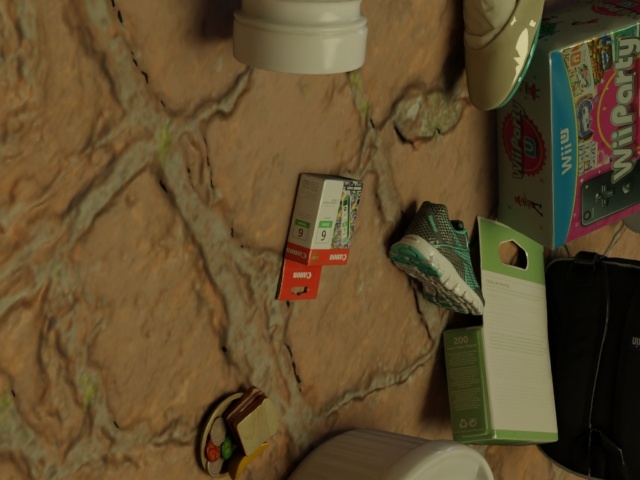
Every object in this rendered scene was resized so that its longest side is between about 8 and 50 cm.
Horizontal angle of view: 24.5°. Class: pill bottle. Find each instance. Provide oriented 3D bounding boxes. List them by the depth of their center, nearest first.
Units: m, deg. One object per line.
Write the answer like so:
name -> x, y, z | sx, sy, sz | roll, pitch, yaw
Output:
pill bottle -> -0.010, -0.252, 1.073 | 0.136, 0.136, 0.246 | -21, 121, -50

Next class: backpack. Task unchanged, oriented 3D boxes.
backpack -> 0.355, 0.152, 1.687 | 0.191, 0.225, 0.253 | 16, 82, -60

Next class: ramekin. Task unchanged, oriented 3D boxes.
ramekin -> 0.049, 0.305, 1.410 | 0.273, 0.127, 0.273 | -26, 124, -47

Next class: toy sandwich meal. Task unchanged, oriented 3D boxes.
toy sandwich meal -> -0.069, 0.169, 1.268 | 0.085, 0.029, 0.085 | -28, 126, -47

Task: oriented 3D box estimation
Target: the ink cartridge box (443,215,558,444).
ink cartridge box -> 0.195, 0.103, 1.600 | 0.171, 0.056, 0.235 | 14, 69, -57

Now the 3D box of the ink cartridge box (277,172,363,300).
ink cartridge box -> 0.000, 0.000, 1.294 | 0.063, 0.029, 0.115 | 0, 104, -55

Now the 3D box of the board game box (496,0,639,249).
board game box -> 0.328, -0.148, 1.557 | 0.303, 0.097, 0.224 | -21, 122, -26

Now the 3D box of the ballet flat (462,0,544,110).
ballet flat -> 0.180, -0.249, 1.413 | 0.086, 0.086, 0.248 | 37, 72, -54

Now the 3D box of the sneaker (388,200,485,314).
sneaker -> 0.130, 0.018, 1.463 | 0.166, 0.065, 0.076 | 49, 60, -54

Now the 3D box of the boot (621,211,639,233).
boot -> 0.406, -0.141, 1.777 | 0.123, 0.095, 0.258 | -51, 146, -45
